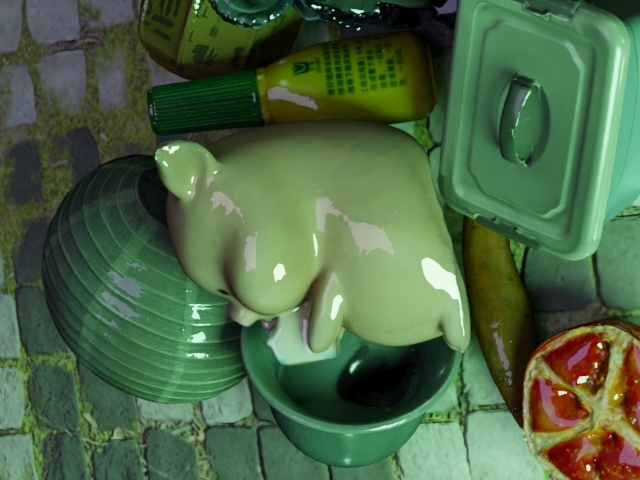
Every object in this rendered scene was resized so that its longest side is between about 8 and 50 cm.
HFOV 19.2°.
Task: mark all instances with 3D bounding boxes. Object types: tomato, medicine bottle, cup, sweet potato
[{"bbox_3d":[0.248,0.141,1.613,0.155,0.069,0.155,5,99,34],"label":"tomato"},{"bbox_3d":[-0.026,-0.135,1.709,0.260,0.064,0.095,-8,57,1],"label":"medicine bottle"},{"bbox_3d":[0.026,0.136,1.738,0.199,0.199,0.150,39,148,28],"label":"cup"},{"bbox_3d":[0.156,0.040,1.683,0.057,0.057,0.264,-16,84,38],"label":"sweet potato"}]

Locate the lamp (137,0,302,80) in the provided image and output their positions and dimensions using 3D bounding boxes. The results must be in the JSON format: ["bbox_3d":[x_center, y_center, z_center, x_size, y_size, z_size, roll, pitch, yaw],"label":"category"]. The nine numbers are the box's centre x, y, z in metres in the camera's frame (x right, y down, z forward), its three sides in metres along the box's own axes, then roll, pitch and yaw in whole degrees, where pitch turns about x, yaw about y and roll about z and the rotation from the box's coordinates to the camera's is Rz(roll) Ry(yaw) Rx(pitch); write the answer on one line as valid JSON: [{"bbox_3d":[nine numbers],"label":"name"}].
[{"bbox_3d":[-0.087,-0.244,1.775,0.161,0.161,0.185,31,112,31],"label":"lamp"}]

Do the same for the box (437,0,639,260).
[{"bbox_3d":[0.193,-0.112,1.563,0.162,0.130,0.227,25,125,32],"label":"box"}]

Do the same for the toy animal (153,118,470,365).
[{"bbox_3d":[-0.004,0.002,1.646,0.256,0.195,0.213,-4,88,1],"label":"toy animal"}]

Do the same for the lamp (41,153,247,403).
[{"bbox_3d":[-0.157,0.038,1.820,0.265,0.233,0.233,43,120,20],"label":"lamp"}]

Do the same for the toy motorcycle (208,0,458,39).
[{"bbox_3d":[0.036,-0.256,1.659,0.270,0.106,0.159,5,81,-3],"label":"toy motorcycle"}]
